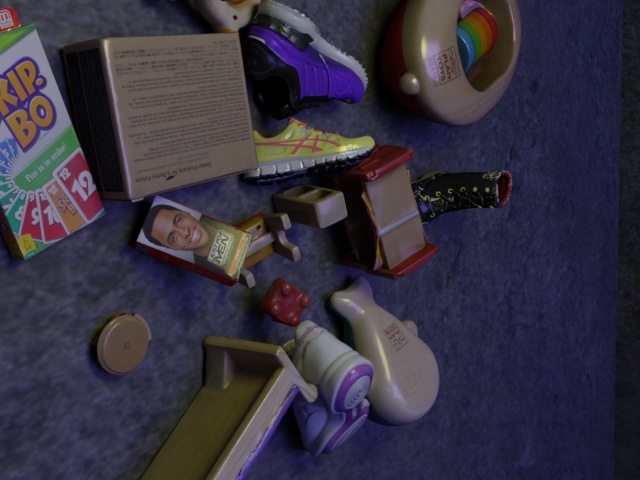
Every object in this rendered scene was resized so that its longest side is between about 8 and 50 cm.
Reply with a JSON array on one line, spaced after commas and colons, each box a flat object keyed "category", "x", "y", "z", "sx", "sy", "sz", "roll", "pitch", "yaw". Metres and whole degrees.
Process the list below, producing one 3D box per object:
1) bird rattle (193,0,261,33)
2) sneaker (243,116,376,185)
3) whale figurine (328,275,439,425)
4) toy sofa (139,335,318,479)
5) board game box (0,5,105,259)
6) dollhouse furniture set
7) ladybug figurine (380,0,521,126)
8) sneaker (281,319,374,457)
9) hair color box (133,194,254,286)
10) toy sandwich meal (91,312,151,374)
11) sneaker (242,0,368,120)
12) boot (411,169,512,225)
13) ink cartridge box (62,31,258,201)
[{"category": "bird rattle", "x": -0.144, "y": -0.402, "z": 1.064, "sx": 0.207, "sy": 0.143, "sz": 0.253, "roll": 66, "pitch": 30, "yaw": -46}, {"category": "sneaker", "x": -0.019, "y": -0.146, "z": 1.160, "sx": 0.081, "sy": 0.208, "sz": 0.094, "roll": 115, "pitch": -34, "yaw": -78}, {"category": "whale figurine", "x": 0.094, "y": 0.205, "z": 1.373, "sx": 0.216, "sy": 0.141, "sz": 0.272, "roll": -34, "pitch": 93, "yaw": -47}, {"category": "toy sofa", "x": -0.150, "y": 0.319, "z": 1.020, "sx": 0.362, "sy": 0.150, "sz": 0.177, "roll": -56, "pitch": 131, "yaw": -35}, {"category": "board game box", "x": -0.338, "y": -0.121, "z": 0.853, "sx": 0.124, "sy": 0.039, "sz": 0.259, "roll": -39, "pitch": 121, "yaw": -44}, {"category": "dollhouse furniture set", "x": 0.000, "y": 0.000, "z": 1.239, "sx": 0.374, "sy": 0.152, "sz": 0.201, "roll": -30, "pitch": 116, "yaw": -29}, {"category": "ladybug figurine", "x": 0.252, "y": -0.385, "z": 1.500, "sx": 0.449, "sy": 0.162, "sz": 0.305, "roll": -40, "pitch": 121, "yaw": -44}, {"category": "sneaker", "x": 0.002, "y": 0.234, "z": 1.213, "sx": 0.114, "sy": 0.152, "sz": 0.305, "roll": -34, "pitch": 152, "yaw": -30}, {"category": "hair color box", "x": -0.168, "y": 0.002, "z": 1.013, "sx": 0.141, "sy": 0.043, "sz": 0.072, "roll": 22, "pitch": 70, "yaw": -12}, {"category": "toy sandwich meal", "x": -0.256, "y": 0.130, "z": 0.978, "sx": 0.085, "sy": 0.029, "sz": 0.086, "roll": -9, "pitch": 102, "yaw": -49}, {"category": "sneaker", "x": -0.035, "y": -0.251, "z": 1.200, "sx": 0.293, "sy": 0.102, "sz": 0.146, "roll": 23, "pitch": 91, "yaw": -58}, {"category": "boot", "x": 0.257, "y": -0.082, "z": 1.504, "sx": 0.236, "sy": 0.178, "sz": 0.085, "roll": -38, "pitch": 120, "yaw": -46}, {"category": "ink cartridge box", "x": -0.198, "y": -0.166, "z": 0.990, "sx": 0.234, "sy": 0.088, "sz": 0.193, "roll": -21, "pitch": 109, "yaw": -51}]
